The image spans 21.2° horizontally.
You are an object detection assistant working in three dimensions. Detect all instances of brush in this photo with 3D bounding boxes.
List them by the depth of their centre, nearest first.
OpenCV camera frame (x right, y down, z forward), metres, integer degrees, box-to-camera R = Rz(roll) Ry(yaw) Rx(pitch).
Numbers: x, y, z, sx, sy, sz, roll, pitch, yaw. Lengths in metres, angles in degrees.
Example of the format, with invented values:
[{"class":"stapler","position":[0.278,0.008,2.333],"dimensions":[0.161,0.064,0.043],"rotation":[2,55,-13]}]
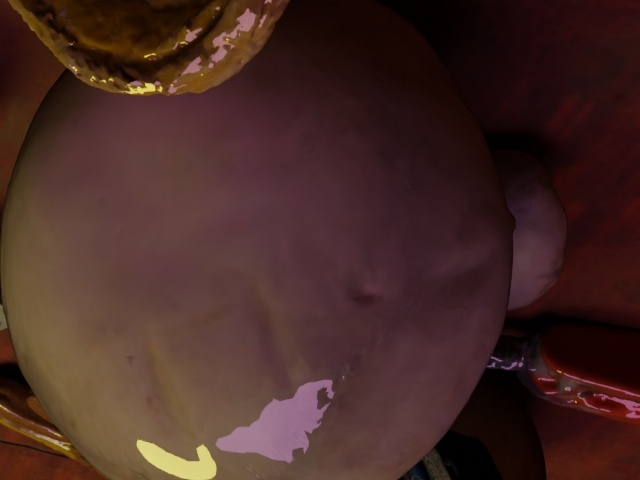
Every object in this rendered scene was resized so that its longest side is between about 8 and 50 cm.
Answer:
[{"class":"brush","position":[0.242,0.104,1.303],"dimensions":[0.323,0.070,0.051],"rotation":[9,145,1]}]

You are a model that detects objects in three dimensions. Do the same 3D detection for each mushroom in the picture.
[{"class":"mushroom","position":[-0.008,0.001,0.986],"dimensions":[0.356,0.315,0.315],"rotation":[-7,149,-6]}]

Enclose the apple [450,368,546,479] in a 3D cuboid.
[{"class":"apple","position":[0.055,0.215,1.370],"dimensions":[0.257,0.234,0.256],"rotation":[5,141,4]}]

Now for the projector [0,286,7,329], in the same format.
[{"class":"projector","position":[-0.304,0.019,1.296],"dimensions":[0.115,0.061,0.147],"rotation":[-18,140,38]}]

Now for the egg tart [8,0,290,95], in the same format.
[{"class":"egg tart","position":[-0.084,-0.169,0.877],"dimensions":[0.191,0.191,0.074],"rotation":[-10,-173,27]}]

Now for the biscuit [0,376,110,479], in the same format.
[{"class":"biscuit","position":[-0.163,0.194,1.530],"dimensions":[0.295,0.044,0.186],"rotation":[31,160,-31]}]

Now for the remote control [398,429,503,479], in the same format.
[{"class":"remote control","position":[-0.001,0.219,1.176],"dimensions":[0.399,0.062,0.144],"rotation":[-25,92,50]}]
